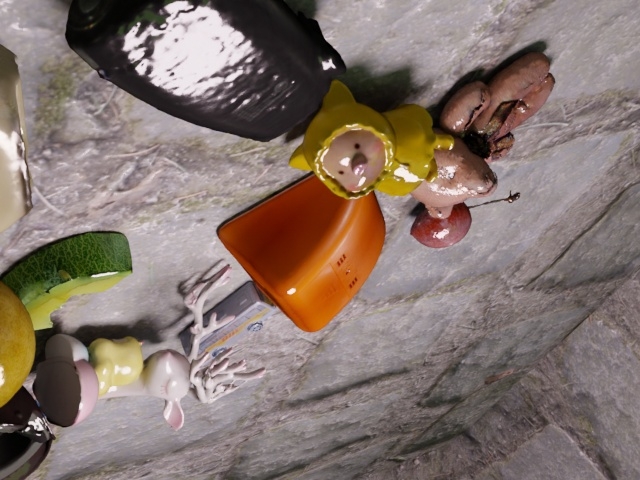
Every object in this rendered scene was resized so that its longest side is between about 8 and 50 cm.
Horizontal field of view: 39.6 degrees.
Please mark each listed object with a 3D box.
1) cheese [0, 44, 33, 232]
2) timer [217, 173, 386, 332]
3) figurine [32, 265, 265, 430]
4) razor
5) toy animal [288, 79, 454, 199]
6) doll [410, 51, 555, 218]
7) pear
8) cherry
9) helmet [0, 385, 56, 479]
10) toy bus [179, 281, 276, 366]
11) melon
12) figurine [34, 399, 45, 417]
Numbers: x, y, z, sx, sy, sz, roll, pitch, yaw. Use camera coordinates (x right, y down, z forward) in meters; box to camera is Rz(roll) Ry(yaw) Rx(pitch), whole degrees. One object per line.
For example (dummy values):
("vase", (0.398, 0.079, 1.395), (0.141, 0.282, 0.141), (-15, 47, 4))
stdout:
("cheese", (-0.398, -0.089, 0.868), (0.233, 0.127, 0.266), (-16, 149, -20))
("timer", (0.000, 0.000, 1.467), (0.250, 0.161, 0.257), (-43, 155, -7))
("figurine", (-0.265, 0.202, 1.444), (0.315, 0.206, 0.284), (-4, 145, -40))
("razor", (-0.110, -0.209, 0.968), (0.189, 0.107, 0.327), (-37, 154, 17))
("toy animal", (0.081, -0.135, 1.267), (0.229, 0.156, 0.156), (9, 137, -31))
("doll", (0.263, -0.157, 1.401), (0.303, 0.156, 0.201), (-40, 142, 9))
("pear", (-0.467, 0.125, 1.104), (0.209, 0.209, 0.209), (-24, 154, -12))
("cherry", (0.269, -0.055, 1.653), (0.225, 0.090, 0.107), (-27, 152, -7))
("helmet", (-0.540, 0.276, 1.322), (0.225, 0.177, 0.305), (-30, 161, -18))
("toy bus", (-0.169, 0.153, 1.610), (0.190, 0.064, 0.075), (-36, 148, 14))
("melon", (-0.370, 0.063, 1.247), (0.209, 0.064, 0.118), (-35, 159, 16))
("figurine", (-0.512, 0.306, 1.513), (0.114, 0.079, 0.114), (6, 125, 9))
